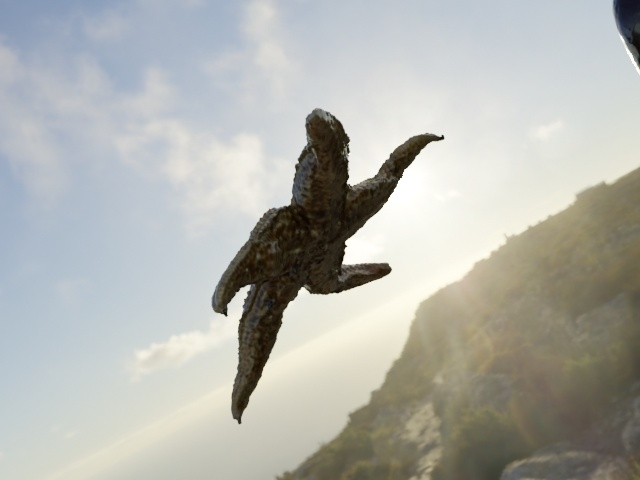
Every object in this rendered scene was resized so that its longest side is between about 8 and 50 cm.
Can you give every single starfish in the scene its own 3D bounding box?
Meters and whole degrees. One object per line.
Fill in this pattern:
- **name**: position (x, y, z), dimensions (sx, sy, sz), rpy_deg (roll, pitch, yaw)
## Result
- **starfish**: position (0.000, 0.000, 0.545), dimensions (0.277, 0.062, 0.235), rpy_deg (-50, -25, -13)

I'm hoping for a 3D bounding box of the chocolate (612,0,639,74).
- **chocolate**: position (0.260, -0.134, 0.500), dimensions (0.149, 0.125, 0.080), rpy_deg (-6, -6, -40)
